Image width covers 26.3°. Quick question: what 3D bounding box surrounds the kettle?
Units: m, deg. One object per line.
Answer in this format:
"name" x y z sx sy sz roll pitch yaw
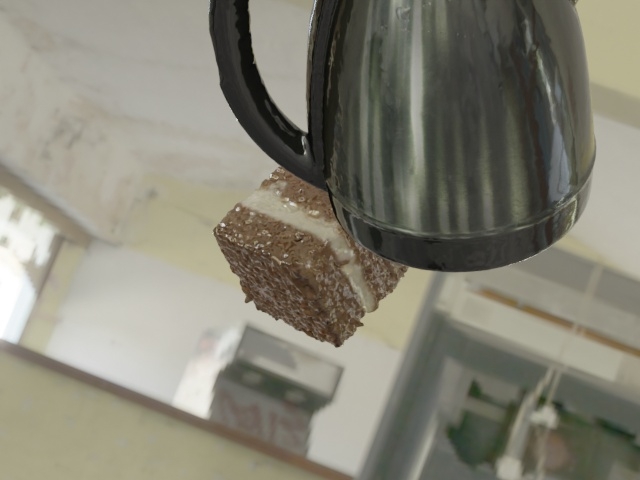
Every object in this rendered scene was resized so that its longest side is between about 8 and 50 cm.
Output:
"kettle" 0.077 -0.148 0.981 0.250 0.207 0.271 22 -41 28

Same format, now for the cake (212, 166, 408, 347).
"cake" 0.000 0.000 1.319 0.134 0.147 0.135 22 -28 35
